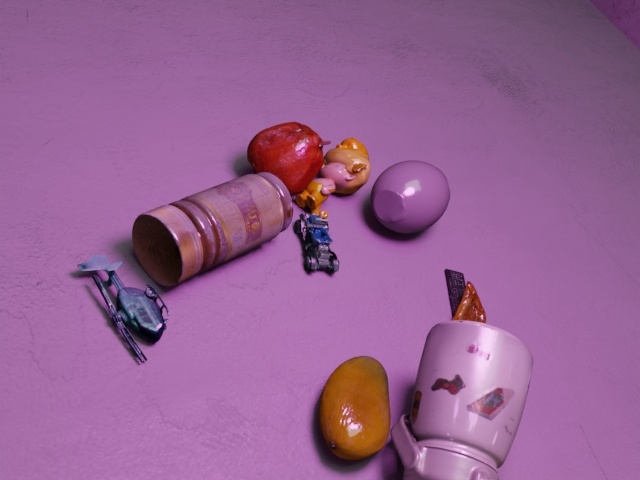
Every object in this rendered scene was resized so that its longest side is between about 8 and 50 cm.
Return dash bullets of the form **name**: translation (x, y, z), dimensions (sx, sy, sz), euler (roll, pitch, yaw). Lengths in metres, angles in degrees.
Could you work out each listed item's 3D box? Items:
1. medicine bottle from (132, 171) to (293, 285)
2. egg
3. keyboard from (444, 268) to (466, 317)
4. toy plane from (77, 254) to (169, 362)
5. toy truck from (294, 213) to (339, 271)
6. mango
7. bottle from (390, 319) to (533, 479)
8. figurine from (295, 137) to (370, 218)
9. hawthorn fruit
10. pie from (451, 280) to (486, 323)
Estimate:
- **medicine bottle**: translation (-0.211, -0.033, 1.600), dimensions (0.151, 0.151, 0.322), euler (46, 43, 18)
- **egg**: translation (0.225, -0.108, 1.907), dimensions (0.231, 0.176, 0.176), euler (-16, 58, -46)
- **keyboard**: translation (0.326, 0.129, 1.854), dimensions (0.053, 0.010, 0.155), euler (14, 44, -16)
- **toy plane**: translation (-0.354, 0.114, 1.449), dimensions (0.096, 0.060, 0.235), euler (-26, 69, -29)
- **toy truck**: translation (0.000, -0.001, 1.747), dimensions (0.080, 0.078, 0.154), euler (5, 47, -24)
- **mango**: translation (0.064, 0.306, 1.469), dimensions (0.137, 0.091, 0.237), euler (23, 36, -16)
- **bottle**: translation (0.253, 0.347, 1.431), dimensions (0.229, 0.229, 0.352), euler (23, 63, -8)
- **figurine**: translation (0.039, -0.153, 1.899), dimensions (0.156, 0.131, 0.246), euler (11, 42, 44)
- **hawthorn fruit**: translation (-0.080, -0.190, 1.818), dimensions (0.173, 0.173, 0.179), euler (43, 74, 14)
- **pie**: translation (0.335, 0.189, 1.777), dimensions (0.088, 0.033, 0.191), euler (37, 53, -9)
